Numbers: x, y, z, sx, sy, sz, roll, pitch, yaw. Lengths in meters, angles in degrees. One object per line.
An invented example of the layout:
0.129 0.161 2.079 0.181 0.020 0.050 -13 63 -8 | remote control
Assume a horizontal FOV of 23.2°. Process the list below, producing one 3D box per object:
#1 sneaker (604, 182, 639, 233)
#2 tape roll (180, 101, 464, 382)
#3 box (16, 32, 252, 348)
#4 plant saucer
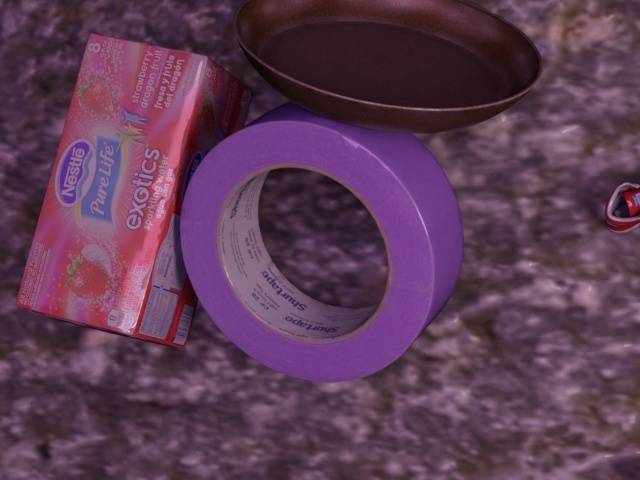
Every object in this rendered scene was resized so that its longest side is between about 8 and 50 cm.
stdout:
0.334 -0.049 1.550 0.118 0.067 0.042 -36 74 7 | sneaker
0.000 0.000 1.558 0.275 0.090 0.274 10 115 22 | tape roll
-0.194 -0.049 1.651 0.142 0.154 0.300 13 86 17 | box
0.065 -0.182 1.559 0.311 0.310 0.050 19 123 17 | plant saucer
